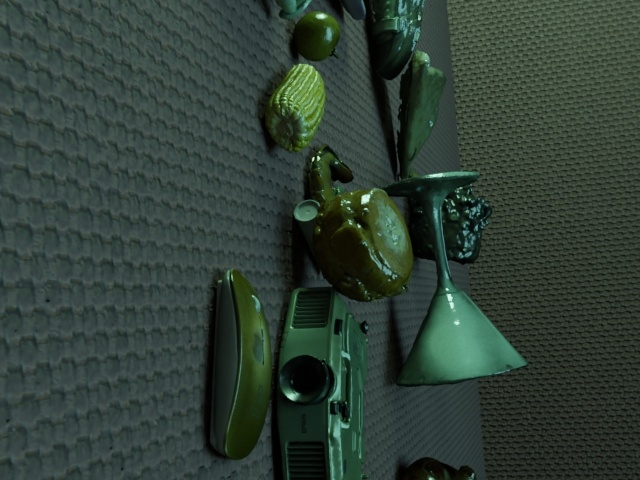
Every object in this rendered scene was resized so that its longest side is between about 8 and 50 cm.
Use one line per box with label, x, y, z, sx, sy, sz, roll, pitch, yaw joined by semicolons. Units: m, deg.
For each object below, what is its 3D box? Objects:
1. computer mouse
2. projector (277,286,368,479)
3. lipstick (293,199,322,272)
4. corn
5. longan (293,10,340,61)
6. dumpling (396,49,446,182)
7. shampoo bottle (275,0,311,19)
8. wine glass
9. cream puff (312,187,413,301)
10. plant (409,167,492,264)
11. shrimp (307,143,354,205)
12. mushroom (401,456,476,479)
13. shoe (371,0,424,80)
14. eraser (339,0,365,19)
computer mouse;-0.081;0.129;0.914;0.102;0.044;0.199;54;35;-65
projector;0.007;0.201;1.119;0.193;0.088;0.270;58;30;-62
lipstick;0.000;0.000;1.245;0.141;0.040;0.040;65;26;-49
corn;-0.030;-0.182;1.162;0.085;0.063;0.165;50;28;-22
longan;-0.001;-0.294;1.269;0.083;0.075;0.075;43;35;-24
dumpling;0.215;-0.290;1.879;0.332;0.086;0.166;99;-4;-48
shampoo bottle;-0.064;-0.369;1.094;0.204;0.065;0.065;66;24;-48
wine glass;0.251;0.077;1.754;0.267;0.267;0.406;15;65;-73
cream puff;0.052;0.010;1.166;0.150;0.115;0.165;48;33;-23
plant;0.302;-0.058;2.063;0.178;0.204;0.234;30;64;-69
shrimp;0.031;-0.063;1.364;0.253;0.058;0.173;8;69;-72
mushroom;0.225;0.532;1.726;0.231;0.138;0.194;47;53;-48
shoe;0.132;-0.489;1.787;0.149;0.109;0.293;19;82;-31
eraser;0.031;-0.493;1.472;0.243;0.059;0.204;-26;110;-77
